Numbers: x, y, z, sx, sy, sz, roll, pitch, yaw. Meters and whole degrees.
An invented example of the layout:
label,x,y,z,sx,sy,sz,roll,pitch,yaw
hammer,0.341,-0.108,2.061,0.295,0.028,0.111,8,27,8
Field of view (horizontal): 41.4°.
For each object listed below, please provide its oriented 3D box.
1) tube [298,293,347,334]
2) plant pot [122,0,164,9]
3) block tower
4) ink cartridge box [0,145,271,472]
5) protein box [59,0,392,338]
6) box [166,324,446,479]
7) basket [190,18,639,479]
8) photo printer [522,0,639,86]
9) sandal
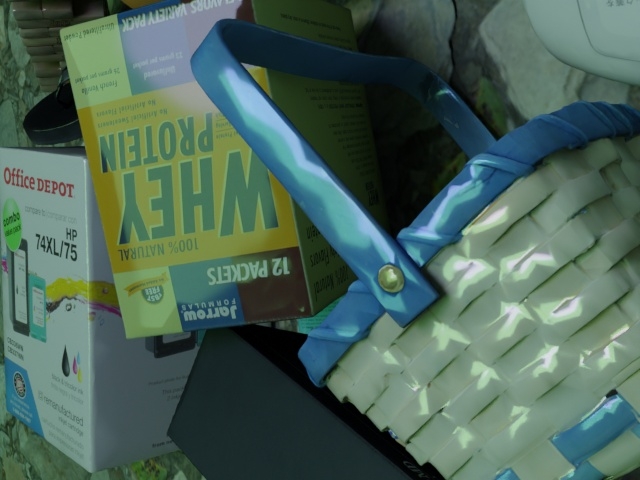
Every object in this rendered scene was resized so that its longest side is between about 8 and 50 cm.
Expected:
label,x,y,z,sx,sy,sz,roll,pitch,yaw
tube,0.000,0.000,0.724,0.080,0.052,0.207,-4,95,46
plant pot,-0.089,-0.271,0.669,0.188,0.205,0.205,-20,80,51
block tower,-0.266,-0.267,0.845,0.335,0.097,0.091,117,145,-69
ink cartridge box,-0.179,0.044,0.822,0.198,0.197,0.270,10,102,48
protein box,-0.051,-0.058,0.601,0.135,0.200,0.201,-9,96,21
box,0.045,0.156,0.555,0.261,0.184,0.103,30,98,49
basket,0.083,-0.005,0.468,0.201,0.254,0.289,-44,70,30
photo printer,0.183,-0.210,0.365,0.256,0.107,0.308,9,128,53
sandal,-0.175,-0.175,0.794,0.254,0.054,0.097,-29,36,9
